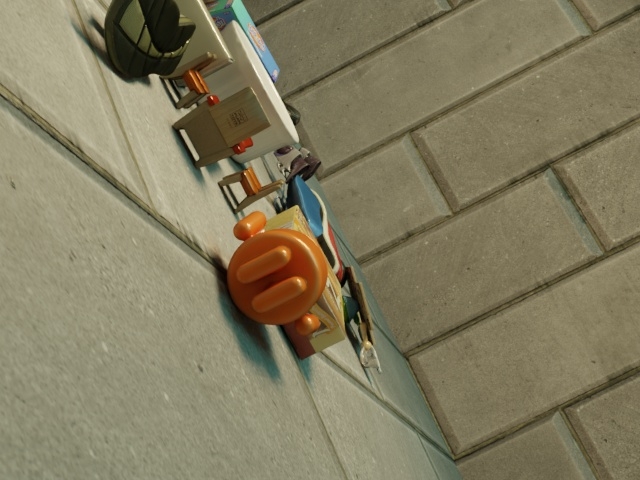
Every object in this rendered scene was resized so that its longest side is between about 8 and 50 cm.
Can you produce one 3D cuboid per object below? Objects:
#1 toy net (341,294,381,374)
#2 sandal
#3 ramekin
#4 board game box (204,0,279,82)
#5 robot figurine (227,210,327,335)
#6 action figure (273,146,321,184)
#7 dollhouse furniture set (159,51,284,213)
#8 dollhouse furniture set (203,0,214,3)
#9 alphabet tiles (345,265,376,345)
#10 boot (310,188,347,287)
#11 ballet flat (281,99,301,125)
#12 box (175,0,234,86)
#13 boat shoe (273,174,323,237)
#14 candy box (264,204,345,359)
[{"bbox_3d":[0.096,0.244,2.224,0.122,0.045,0.232,82,-9,-50],"label":"toy net"},{"bbox_3d":[-0.252,-0.293,1.269,0.086,0.120,0.303,35,4,0],"label":"sandal"},{"bbox_3d":[-0.165,-0.291,1.841,0.277,0.135,0.277,61,6,-11],"label":"ramekin"},{"bbox_3d":[-0.206,-0.423,1.978,0.210,0.160,0.047,58,36,-42],"label":"board game box"},{"bbox_3d":[-0.055,0.044,1.234,0.158,0.128,0.219,25,4,4],"label":"robot figurine"},{"bbox_3d":[-0.130,-0.270,2.324,0.285,0.099,0.185,49,8,16],"label":"action figure"},{"bbox_3d":[-0.145,-0.189,1.503,0.262,0.135,0.259,62,5,-7],"label":"dollhouse furniture set"},{"bbox_3d":[-0.332,-0.586,2.175,0.303,0.174,0.355,142,-49,-70],"label":"dollhouse furniture set"},{"bbox_3d":[0.099,0.160,2.260,0.237,0.009,0.198,159,-84,-84],"label":"alphabet tiles"},{"bbox_3d":[0.000,0.000,2.283,0.176,0.088,0.244,50,21,-69],"label":"boot"},{"bbox_3d":[-0.126,-0.352,2.316,0.173,0.049,0.057,40,30,-7],"label":"ballet flat"},{"bbox_3d":[-0.269,-0.422,1.635,0.275,0.113,0.094,63,4,-8],"label":"box"},{"bbox_3d":[-0.060,-0.070,2.056,0.109,0.089,0.258,47,15,-19],"label":"boat shoe"},{"bbox_3d":[-0.037,0.061,1.554,0.183,0.088,0.316,62,5,-11],"label":"candy box"}]
